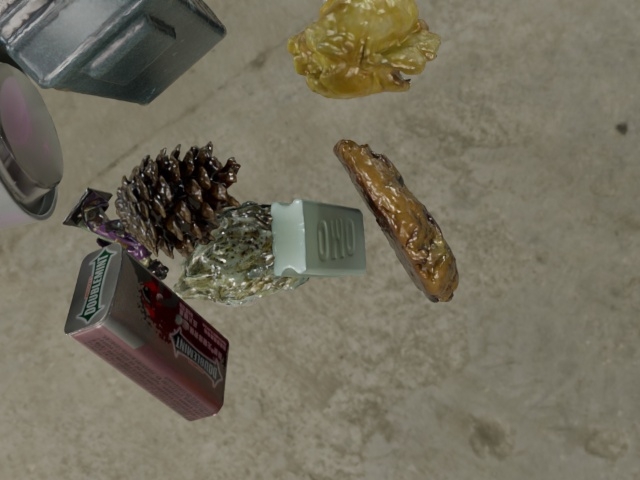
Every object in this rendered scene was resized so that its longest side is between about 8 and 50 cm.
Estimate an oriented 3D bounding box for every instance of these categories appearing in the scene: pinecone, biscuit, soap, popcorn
[{"bbox_3d":[-0.233,-0.069,1.308,0.205,0.179,0.184,-32,16,-25],"label":"pinecone"},{"bbox_3d":[0.132,-0.033,1.252,0.081,0.334,0.289,-34,63,2],"label":"biscuit"},{"bbox_3d":[0.000,0.000,1.283,0.067,0.198,0.119,-5,85,31],"label":"soap"},{"bbox_3d":[0.074,-0.338,1.334,0.254,0.190,0.191,-5,10,-6],"label":"popcorn"}]

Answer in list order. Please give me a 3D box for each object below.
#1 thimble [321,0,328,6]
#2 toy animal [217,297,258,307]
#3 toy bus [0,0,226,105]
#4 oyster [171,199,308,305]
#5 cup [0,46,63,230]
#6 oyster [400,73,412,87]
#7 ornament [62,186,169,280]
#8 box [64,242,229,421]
[{"bbox_3d":[0.096,-0.540,1.758,0.148,0.229,0.196,2,30,22],"label":"thimble"},{"bbox_3d":[-0.200,0.056,1.768,0.208,0.156,0.204,37,96,-7],"label":"toy animal"},{"bbox_3d":[-0.226,-0.252,0.799,0.162,0.323,0.194,-39,93,7],"label":"toy bus"},{"bbox_3d":[-0.142,0.025,1.482,0.268,0.112,0.198,1,75,-8],"label":"oyster"},{"bbox_3d":[-0.542,-0.111,1.003,0.372,0.253,0.253,-13,54,0],"label":"cup"},{"bbox_3d":[0.101,-0.381,1.696,0.106,0.061,0.200,-34,81,2],"label":"oyster"},{"bbox_3d":[-0.352,0.008,1.374,0.081,0.088,0.203,-46,78,9],"label":"ornament"},{"bbox_3d":[-0.197,0.114,0.932,0.069,0.224,0.120,-19,44,21],"label":"box"}]
